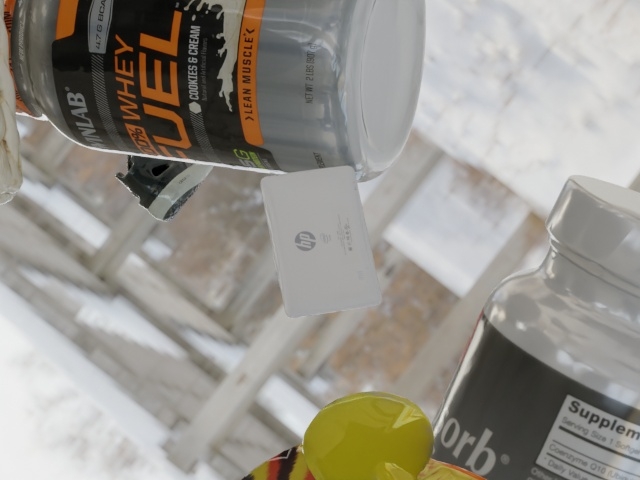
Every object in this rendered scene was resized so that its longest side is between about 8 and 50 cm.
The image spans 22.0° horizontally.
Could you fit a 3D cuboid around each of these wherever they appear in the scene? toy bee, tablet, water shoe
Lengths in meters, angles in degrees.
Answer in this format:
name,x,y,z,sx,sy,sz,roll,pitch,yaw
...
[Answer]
name,x,y,z,sx,sy,sz,roll,pitch,yaw
toy bee,0.081,0.152,0.690,0.298,0.162,0.195,43,168,38
tablet,0.000,0.000,0.902,0.006,0.054,0.083,107,153,-68
water shoe,-0.154,-0.086,1.696,0.080,0.073,0.203,41,-164,-7

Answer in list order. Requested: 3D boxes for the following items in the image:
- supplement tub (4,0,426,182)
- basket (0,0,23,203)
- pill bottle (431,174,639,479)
name,x,y,z,sx,sy,sz,roll,pitch,yaw
supplement tub,-0.091,-0.155,1.289,0.316,0.193,0.193,8,171,20
basket,-0.393,-0.155,1.000,0.266,0.328,0.331,17,-121,-64
pill bottle,0.193,0.149,1.248,0.210,0.362,0.210,21,-168,-5
